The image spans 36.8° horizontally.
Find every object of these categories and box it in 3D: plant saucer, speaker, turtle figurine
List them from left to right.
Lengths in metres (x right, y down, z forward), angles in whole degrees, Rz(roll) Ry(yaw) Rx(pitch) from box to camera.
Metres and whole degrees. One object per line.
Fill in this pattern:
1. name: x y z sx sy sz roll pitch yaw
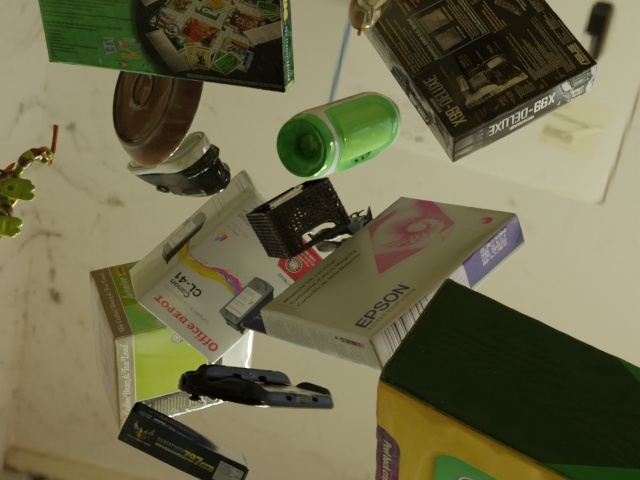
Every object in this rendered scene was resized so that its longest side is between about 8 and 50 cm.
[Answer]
1. turtle figurine: -0.562 -0.098 1.756 0.087 0.269 0.217 34 -178 -22
2. plant saucer: -0.187 -0.167 1.070 0.029 0.168 0.168 14 -170 -39
3. speaker: 0.042 -0.204 1.825 0.131 0.131 0.296 19 -155 27

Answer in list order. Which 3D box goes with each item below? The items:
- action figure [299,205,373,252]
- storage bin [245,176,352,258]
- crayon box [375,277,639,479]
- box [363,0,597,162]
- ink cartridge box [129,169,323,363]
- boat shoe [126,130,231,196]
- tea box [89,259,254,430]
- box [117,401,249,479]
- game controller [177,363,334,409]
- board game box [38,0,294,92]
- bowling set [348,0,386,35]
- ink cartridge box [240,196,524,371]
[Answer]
1. action figure: 0.000 0.000 2.447 0.285 0.099 0.185 -11 -135 5
2. storage bin: -0.038 -0.037 1.567 0.122 0.084 0.180 -31 -171 -13
3. crayon box: 0.198 0.232 0.705 0.313 0.363 0.106 25 -125 22
4. box: 0.224 -0.300 1.442 0.242 0.076 0.307 -29 -113 -6
5. ink cartridge box: -0.178 0.053 1.856 0.226 0.306 0.131 45 -175 -28
6. boat shoe: -0.243 -0.120 1.624 0.114 0.091 0.302 -43 -158 -13
7. tea box: -0.338 0.218 2.191 0.323 0.329 0.220 -13 -133 -22
8. box: -0.246 0.372 1.735 0.232 0.059 0.183 28 172 -4
9. game controller: -0.102 0.261 1.646 0.166 0.067 0.319 17 179 28
10. board game box: -0.148 -0.217 0.882 0.259 0.136 0.030 11 -144 20
11. bowling set: 0.125 -0.392 1.205 0.199 0.287 0.154 4 168 -12
12. ink cartridge box: 0.078 0.045 1.435 0.324 0.071 0.330 -38 -149 -30
